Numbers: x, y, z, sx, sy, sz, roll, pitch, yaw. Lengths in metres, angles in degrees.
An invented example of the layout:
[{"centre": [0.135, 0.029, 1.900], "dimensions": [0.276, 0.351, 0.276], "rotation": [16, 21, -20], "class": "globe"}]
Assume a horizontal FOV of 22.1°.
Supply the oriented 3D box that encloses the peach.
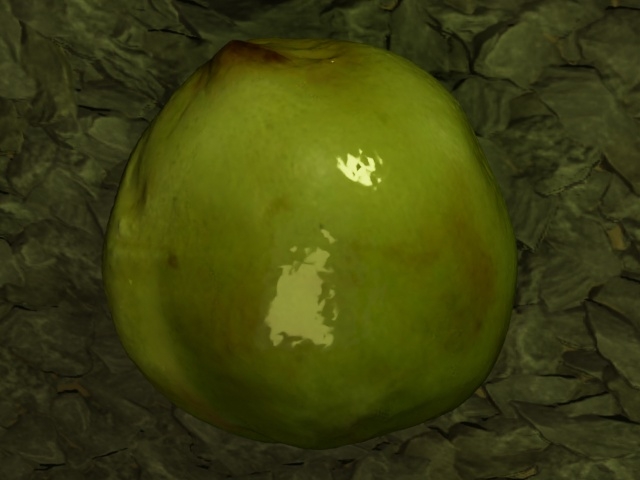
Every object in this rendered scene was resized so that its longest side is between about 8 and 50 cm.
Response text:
[{"centre": [0.004, 0.005, 1.247], "dimensions": [0.281, 0.314, 0.316], "rotation": [11, 104, 45], "class": "peach"}]
